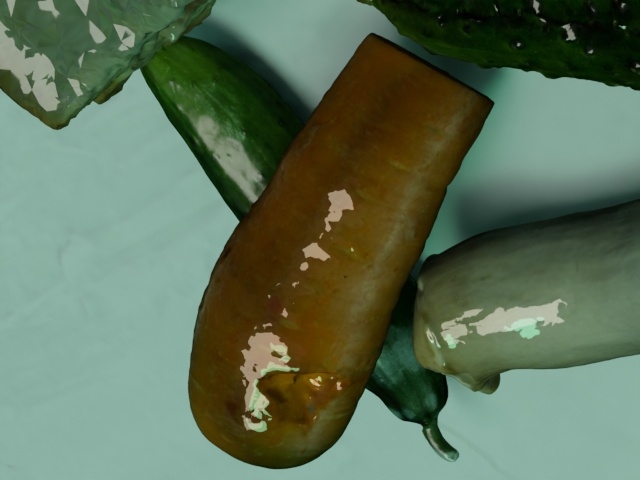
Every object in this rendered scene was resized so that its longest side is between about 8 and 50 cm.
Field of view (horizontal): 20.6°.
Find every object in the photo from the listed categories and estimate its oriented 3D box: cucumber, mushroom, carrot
[{"bbox_3d":[0.000,0.000,0.829,0.056,0.056,0.250,-26,104,44],"label":"cucumber"},{"bbox_3d":[0.111,-0.091,0.675,0.227,0.069,0.069,10,127,34],"label":"cucumber"},{"bbox_3d":[0.146,0.013,0.706,0.278,0.096,0.099,-15,104,50],"label":"mushroom"},{"bbox_3d":[0.001,0.005,0.760,0.087,0.087,0.193,26,106,17],"label":"carrot"}]

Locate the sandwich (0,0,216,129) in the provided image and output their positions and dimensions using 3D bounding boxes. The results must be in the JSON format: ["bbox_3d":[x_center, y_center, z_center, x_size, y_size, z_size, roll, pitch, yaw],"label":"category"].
[{"bbox_3d":[-0.087,-0.220,0.648,0.262,0.131,0.325,44,131,-7],"label":"sandwich"}]
